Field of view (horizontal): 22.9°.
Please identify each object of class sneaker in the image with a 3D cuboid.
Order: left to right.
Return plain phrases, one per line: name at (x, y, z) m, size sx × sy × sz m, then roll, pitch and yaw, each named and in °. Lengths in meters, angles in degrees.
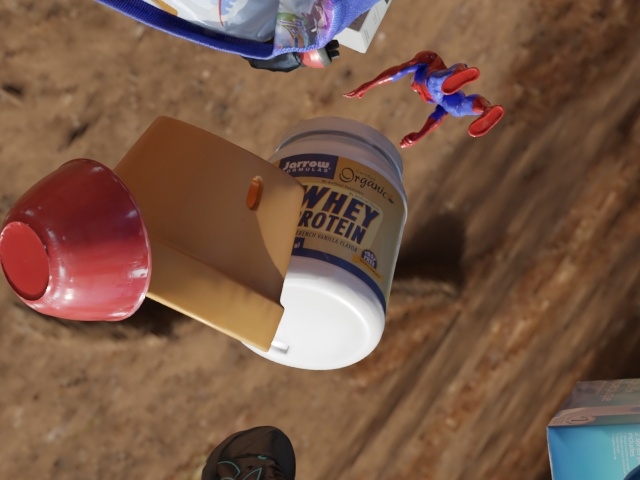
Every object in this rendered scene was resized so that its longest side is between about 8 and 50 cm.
sneaker at (-0.047, 0.239, 1.320) m, size 0.106 × 0.101 × 0.267 m, roll -28°, pitch -160°, yaw 23°
sneaker at (-0.047, -0.290, 2.040) m, size 0.276 × 0.135 × 0.097 m, roll -87°, pitch 161°, yaw -62°

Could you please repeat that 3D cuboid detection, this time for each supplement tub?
supplement tub at (0.000, 0.000, 2.248) m, size 0.228 × 0.228 × 0.316 m, roll 107°, pitch -3°, yaw -51°

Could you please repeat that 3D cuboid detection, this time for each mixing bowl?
mixing bowl at (-0.273, 0.011, 1.662) m, size 0.098 × 0.181 × 0.181 m, roll -20°, pitch 144°, yaw -44°

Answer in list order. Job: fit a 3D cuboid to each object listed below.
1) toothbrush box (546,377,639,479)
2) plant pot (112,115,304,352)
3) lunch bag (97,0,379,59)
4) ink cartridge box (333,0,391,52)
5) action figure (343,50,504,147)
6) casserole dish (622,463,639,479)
toothbrush box at (0.428, 0.237, 1.815) m, size 0.216 × 0.296 × 0.126 m, roll -26°, pitch 110°, yaw -68°
plant pot at (-0.151, -0.017, 1.896) m, size 0.203 × 0.291 × 0.291 m, roll -65°, pitch 168°, yaw -4°
lunch bag at (-0.063, -0.324, 1.189) m, size 0.328 × 0.385 × 0.239 m, roll -46°, pitch 159°, yaw -37°
ink cartridge box at (0.045, -0.430, 2.530) m, size 0.208 × 0.153 × 0.087 m, roll -64°, pitch 166°, yaw -12°
action figure at (0.119, -0.164, 1.907) m, size 0.139 × 0.091 × 0.280 m, roll -32°, pitch -167°, yaw 2°
casserole dish at (0.335, 0.249, 1.453) m, size 0.188 × 0.114 × 0.037 m, roll -21°, pitch 160°, yaw -44°
